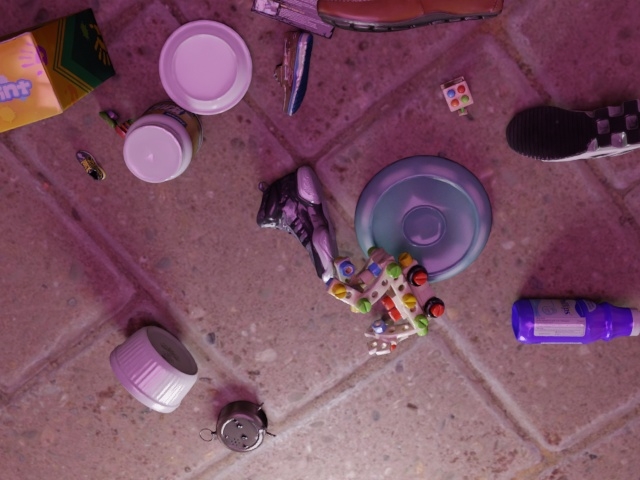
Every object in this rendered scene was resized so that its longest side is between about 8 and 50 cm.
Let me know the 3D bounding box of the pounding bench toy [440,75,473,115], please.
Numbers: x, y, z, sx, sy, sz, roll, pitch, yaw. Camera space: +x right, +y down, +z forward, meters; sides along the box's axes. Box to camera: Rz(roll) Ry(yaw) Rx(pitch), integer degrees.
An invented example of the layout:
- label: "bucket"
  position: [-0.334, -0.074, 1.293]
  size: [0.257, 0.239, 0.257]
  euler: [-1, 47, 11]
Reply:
- label: "pounding bench toy"
  position: [0.299, -0.301, 1.815]
  size: [0.052, 0.065, 0.083]
  euler: [-22, 110, 11]

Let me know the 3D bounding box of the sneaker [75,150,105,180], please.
- label: "sneaker"
  position: [-0.525, -0.170, 1.922]
  size: [0.031, 0.035, 0.083]
  euler: [-40, 105, 16]

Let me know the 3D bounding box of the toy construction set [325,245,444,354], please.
- label: "toy construction set"
  position: [0.151, 0.144, 1.914]
  size: [0.215, 0.151, 0.327]
  euler: [-35, 135, -8]

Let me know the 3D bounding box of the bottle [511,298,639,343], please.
- label: "bottle"
  position: [0.595, 0.188, 1.968]
  size: [0.283, 0.118, 0.092]
  euler: [0, 111, 4]

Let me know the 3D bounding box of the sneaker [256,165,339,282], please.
- label: "sneaker"
  position: [-0.055, -0.025, 1.912]
  size: [0.153, 0.101, 0.268]
  euler: [-14, 92, 14]

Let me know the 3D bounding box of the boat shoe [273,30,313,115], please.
- label: "boat shoe"
  position: [-0.063, -0.361, 1.815]
  size: [0.066, 0.066, 0.183]
  euler: [18, 114, 13]

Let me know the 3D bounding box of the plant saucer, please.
- label: "plant saucer"
  position: [0.236, -0.038, 1.937]
  size: [0.318, 0.043, 0.317]
  euler: [1, 112, 3]

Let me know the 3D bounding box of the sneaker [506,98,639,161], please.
- label: "sneaker"
  position: [0.571, -0.222, 1.809]
  size: [0.331, 0.146, 0.122]
  euler: [1, 85, 27]

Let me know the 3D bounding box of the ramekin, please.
- label: "ramekin"
  position: [-0.389, 0.300, 2.020]
  size: [0.207, 0.207, 0.109]
  euler: [43, 98, -13]

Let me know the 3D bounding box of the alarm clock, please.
- label: "alarm clock"
  position: [-0.220, 0.484, 2.159]
  size: [0.192, 0.064, 0.129]
  euler: [-14, 111, 12]

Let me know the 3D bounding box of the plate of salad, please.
- label: "plate of salad"
  position: [-0.246, -0.372, 1.817]
  size: [0.200, 0.048, 0.199]
  euler: [0, 101, -1]

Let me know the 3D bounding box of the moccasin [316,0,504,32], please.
- label: "moccasin"
  position: [0.180, -0.500, 1.697]
  size: [0.380, 0.139, 0.146]
  euler: [-8, 103, 1]

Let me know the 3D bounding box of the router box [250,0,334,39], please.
- label: "router box"
  position: [-0.040, -0.512, 1.757]
  size: [0.179, 0.046, 0.133]
  euler: [19, 111, -5]

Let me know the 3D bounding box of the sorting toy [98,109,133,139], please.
- label: "sorting toy"
  position: [-0.441, -0.261, 1.871]
  size: [0.102, 0.061, 0.042]
  euler: [44, 90, 16]

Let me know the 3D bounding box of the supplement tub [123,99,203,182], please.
- label: "supplement tub"
  position: [-0.337, -0.211, 1.808]
  size: [0.145, 0.199, 0.144]
  euler: [1, 112, 2]

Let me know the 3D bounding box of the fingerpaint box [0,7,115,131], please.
- label: "fingerpaint box"
  position: [-0.686, -0.305, 1.697]
  size: [0.445, 0.371, 0.163]
  euler: [-15, 110, 8]
